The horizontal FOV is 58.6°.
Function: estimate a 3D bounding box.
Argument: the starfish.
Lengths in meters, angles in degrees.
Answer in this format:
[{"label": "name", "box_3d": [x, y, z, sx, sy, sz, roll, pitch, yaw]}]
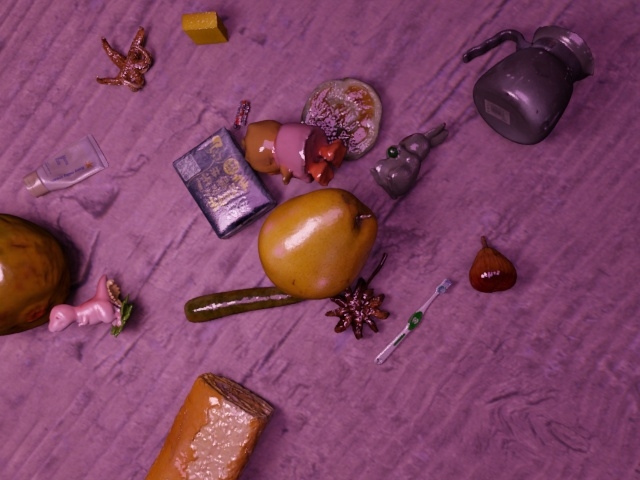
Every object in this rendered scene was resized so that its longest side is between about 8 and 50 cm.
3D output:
[{"label": "starfish", "box_3d": [-0.554, -0.519, 1.620, 0.146, 0.074, 0.190, 21, 90, 5]}]

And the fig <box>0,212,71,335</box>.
[{"label": "fig", "box_3d": [-0.857, 0.083, 1.524, 0.343, 0.343, 0.343, 0, 88, 6]}]

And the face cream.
[{"label": "face cream", "box_3d": [-0.735, -0.209, 1.642, 0.224, 0.070, 0.114, -30, 86, -5]}]

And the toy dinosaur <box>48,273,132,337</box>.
[{"label": "toy dinosaur", "box_3d": [-0.620, 0.183, 1.553, 0.177, 0.152, 0.194, 33, 81, -23]}]

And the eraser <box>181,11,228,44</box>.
[{"label": "eraser", "box_3d": [-0.317, -0.584, 1.575, 0.097, 0.122, 0.045, -4, 89, 6]}]

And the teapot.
[{"label": "teapot", "box_3d": [0.539, -0.422, 1.477, 0.285, 0.305, 0.223, -46, 121, -4]}]

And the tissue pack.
[{"label": "tissue pack", "box_3d": [-0.266, -0.157, 1.577, 0.185, 0.081, 0.257, -34, 85, 6]}]

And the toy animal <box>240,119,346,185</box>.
[{"label": "toy animal", "box_3d": [-0.094, -0.236, 1.500, 0.281, 0.169, 0.195, 10, 54, 34]}]

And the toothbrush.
[{"label": "toothbrush", "box_3d": [0.249, 0.221, 1.546, 0.030, 0.030, 0.304, 41, 95, 5]}]

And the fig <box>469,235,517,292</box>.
[{"label": "fig", "box_3d": [0.440, 0.075, 1.506, 0.119, 0.153, 0.119, -9, 126, -12]}]

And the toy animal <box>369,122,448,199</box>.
[{"label": "toy animal", "box_3d": [0.238, -0.224, 1.533, 0.108, 0.138, 0.236, 24, 63, 43]}]

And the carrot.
[{"label": "carrot", "box_3d": [-0.198, 0.166, 1.568, 0.358, 0.074, 0.074, -10, 87, 4]}]

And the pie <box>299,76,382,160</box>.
[{"label": "pie", "box_3d": [0.061, -0.331, 1.565, 0.240, 0.054, 0.241, 0, 88, 8]}]

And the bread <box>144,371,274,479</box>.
[{"label": "bread", "box_3d": [-0.309, 0.566, 1.520, 0.236, 0.165, 0.375, 26, 92, 8]}]

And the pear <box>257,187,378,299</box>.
[{"label": "pear", "box_3d": [-0.011, 0.008, 1.429, 0.284, 0.336, 0.285, 4, 74, -14]}]

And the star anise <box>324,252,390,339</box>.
[{"label": "star anise", "box_3d": [0.099, 0.151, 1.540, 0.177, 0.073, 0.234, -1, 81, -3]}]

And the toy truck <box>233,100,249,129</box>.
[{"label": "toy truck", "box_3d": [-0.223, -0.353, 1.608, 0.032, 0.024, 0.083, 12, 87, 28]}]
